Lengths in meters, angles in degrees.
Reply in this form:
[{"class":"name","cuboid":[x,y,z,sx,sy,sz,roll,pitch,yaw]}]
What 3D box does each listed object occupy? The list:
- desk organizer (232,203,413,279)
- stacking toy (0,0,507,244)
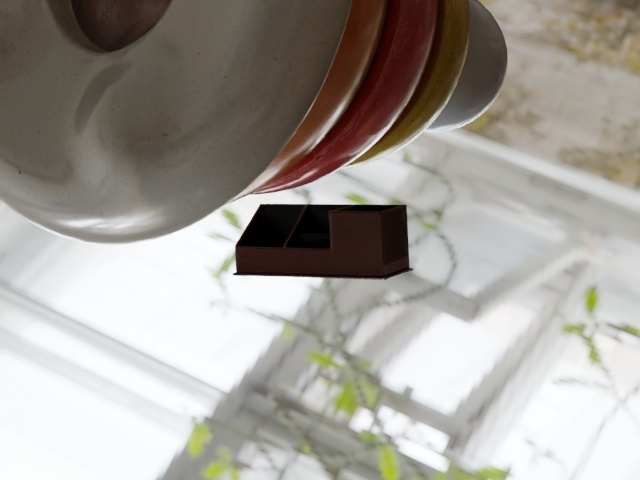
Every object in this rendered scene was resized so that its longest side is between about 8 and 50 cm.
[{"class":"desk organizer","cuboid":[0.000,0.000,1.320,0.047,0.130,0.050,-16,-75,-60]},{"class":"stacking toy","cuboid":[-0.004,-0.152,1.257,0.480,0.350,0.350,10,-77,-53]}]
